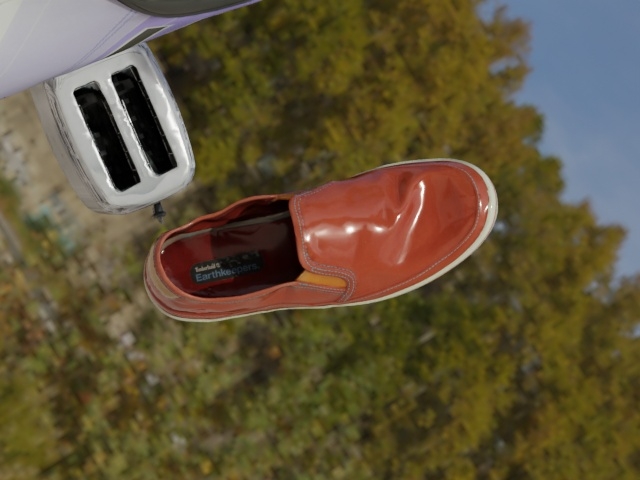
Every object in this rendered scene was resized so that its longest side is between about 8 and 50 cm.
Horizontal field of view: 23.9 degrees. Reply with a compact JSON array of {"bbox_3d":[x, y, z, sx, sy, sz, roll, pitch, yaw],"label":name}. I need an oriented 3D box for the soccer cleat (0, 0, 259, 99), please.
[{"bbox_3d":[-0.147,-0.134,0.816,0.116,0.318,0.108,97,-25,-71],"label":"soccer cleat"}]

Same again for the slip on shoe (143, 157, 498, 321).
[{"bbox_3d":[0.000,0.000,1.362,0.101,0.331,0.123,82,-4,-79],"label":"slip on shoe"}]

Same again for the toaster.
[{"bbox_3d":[-0.207,-0.112,1.531,0.146,0.129,0.227,-161,-131,-75],"label":"toaster"}]
